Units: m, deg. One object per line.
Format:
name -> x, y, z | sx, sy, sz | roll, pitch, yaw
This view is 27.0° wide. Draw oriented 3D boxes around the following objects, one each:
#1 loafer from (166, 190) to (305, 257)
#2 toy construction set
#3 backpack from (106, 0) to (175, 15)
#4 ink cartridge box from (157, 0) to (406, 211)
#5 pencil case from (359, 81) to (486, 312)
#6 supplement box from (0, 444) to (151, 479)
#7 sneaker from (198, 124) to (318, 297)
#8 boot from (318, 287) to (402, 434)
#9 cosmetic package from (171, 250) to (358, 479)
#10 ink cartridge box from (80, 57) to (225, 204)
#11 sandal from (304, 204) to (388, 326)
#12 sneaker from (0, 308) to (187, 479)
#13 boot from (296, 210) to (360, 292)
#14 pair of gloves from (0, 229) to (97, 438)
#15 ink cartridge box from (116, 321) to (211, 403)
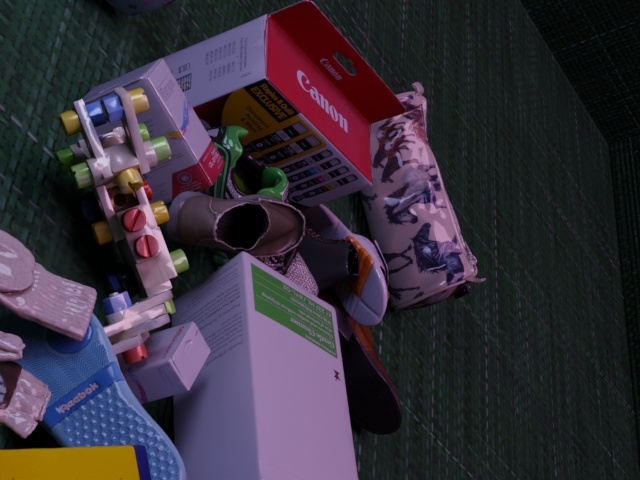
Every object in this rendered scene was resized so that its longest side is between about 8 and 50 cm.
loafer -> -0.099, -0.013, 1.815 | 0.251, 0.087, 0.094 | 1, 104, -51
toy construction set -> -0.235, -0.014, 1.636 | 0.215, 0.151, 0.327 | 168, -84, -73
backpack -> -0.249, -0.412, 1.868 | 0.166, 0.188, 0.144 | 36, 42, -51
ink cartridge box -> -0.053, -0.187, 2.008 | 0.309, 0.272, 0.130 | 41, 39, -46
pencil case -> 0.167, -0.081, 2.473 | 0.160, 0.184, 0.410 | 26, 48, -78
supplement box -> -0.325, 0.305, 1.235 | 0.356, 0.194, 0.195 | 13, 62, -61
sneaker -> -0.095, -0.020, 1.960 | 0.343, 0.146, 0.134 | 56, 30, -31
boot -> 0.072, 0.162, 2.260 | 0.264, 0.096, 0.280 | 50, 25, -13
cosmetic package -> -0.076, 0.224, 1.738 | 0.197, 0.155, 0.365 | 33, 33, -37
ink cartridge box -> -0.229, -0.140, 1.795 | 0.175, 0.127, 0.072 | 61, 27, -22
sandal -> 0.057, 0.029, 2.172 | 0.076, 0.102, 0.265 | 5, 38, -38
sneaker -> -0.260, 0.215, 1.538 | 0.319, 0.127, 0.208 | 55, -15, 23
boot -> 0.000, 0.000, 2.142 | 0.077, 0.137, 0.197 | 32, 45, -52
pair of gloves -> -0.352, 0.083, 1.399 | 0.204, 0.042, 0.240 | 31, 41, -11
ink cartridge box -> -0.208, 0.156, 1.647 | 0.052, 0.122, 0.088 | 60, 28, -21
